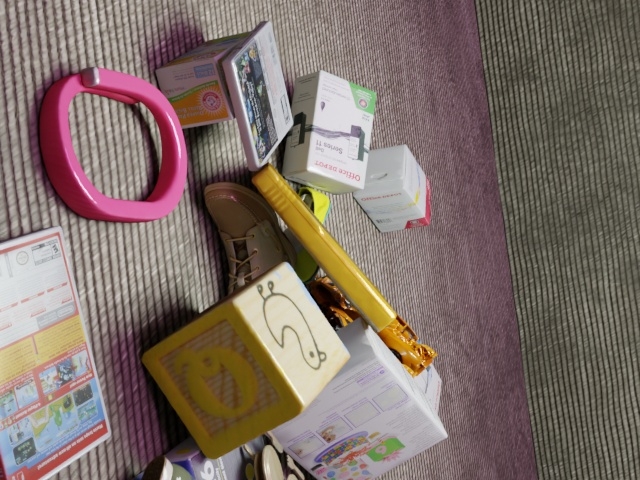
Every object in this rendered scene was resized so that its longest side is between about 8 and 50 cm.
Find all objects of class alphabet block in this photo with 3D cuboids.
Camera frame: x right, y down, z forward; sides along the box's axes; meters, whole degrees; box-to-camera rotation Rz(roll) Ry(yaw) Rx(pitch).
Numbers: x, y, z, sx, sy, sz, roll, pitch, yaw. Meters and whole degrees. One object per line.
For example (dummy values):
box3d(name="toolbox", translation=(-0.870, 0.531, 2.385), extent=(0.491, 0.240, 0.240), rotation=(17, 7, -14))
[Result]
box3d(name="alphabet block", translation=(-0.106, 0.173, 1.471), extent=(0.192, 0.193, 0.197), rotation=(55, 26, -2))

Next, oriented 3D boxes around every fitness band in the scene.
box3d(name="fitness band", translation=(-0.281, -0.129, 1.404), extent=(0.291, 0.054, 0.209), rotation=(2, 81, -65))

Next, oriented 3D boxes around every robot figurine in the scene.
box3d(name="robot figurine", translation=(0.083, 0.162, 1.938), extent=(0.291, 0.085, 0.211), rotation=(45, 32, 9))

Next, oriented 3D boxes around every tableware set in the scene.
box3d(name="tableware set", translation=(-0.069, 0.394, 1.578), extent=(0.194, 0.039, 0.128), rotation=(63, 16, -48))

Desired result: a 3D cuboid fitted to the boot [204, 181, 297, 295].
box3d(name="boot", translation=(-0.128, 0.047, 1.654), extent=(0.262, 0.095, 0.203), rotation=(59, 34, -47))

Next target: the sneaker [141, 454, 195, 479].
box3d(name="sneaker", translation=(-0.211, 0.390, 1.326), extent=(0.086, 0.064, 0.192), rotation=(37, 53, -30))

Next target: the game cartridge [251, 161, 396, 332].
box3d(name="game cartridge", translation=(0.000, 0.000, 1.722), extent=(0.323, 0.053, 0.285), rotation=(52, 1, -7))

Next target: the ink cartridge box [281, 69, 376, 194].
box3d(name="ink cartridge box", translation=(0.018, -0.210, 1.971), extent=(0.153, 0.087, 0.208), rotation=(16, 77, -36))

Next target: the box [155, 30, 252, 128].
box3d(name="box", translation=(-0.166, -0.266, 1.638), extent=(0.203, 0.114, 0.103), rotation=(-51, 129, -58))

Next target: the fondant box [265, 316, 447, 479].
box3d(name="fondant box", translation=(0.052, 0.304, 1.764), extent=(0.330, 0.238, 0.096), rotation=(52, 10, -44))

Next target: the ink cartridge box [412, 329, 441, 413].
box3d(name="ink cartridge box", translation=(0.181, 0.298, 2.078), extent=(0.190, 0.082, 0.139), rotation=(57, 33, -40))

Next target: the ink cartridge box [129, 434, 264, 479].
box3d(name="ink cartridge box", translation=(-0.153, 0.442, 1.493), extent=(0.307, 0.072, 0.303), rotation=(-28, 108, -67))

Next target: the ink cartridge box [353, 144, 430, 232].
box3d(name="ink cartridge box", translation=(0.170, -0.121, 2.339), extent=(0.176, 0.128, 0.127), rotation=(49, 39, -52))

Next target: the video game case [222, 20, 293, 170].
box3d(name="video game case", translation=(-0.098, -0.235, 1.615), extent=(0.173, 0.022, 0.190), rotation=(-61, 145, -52))

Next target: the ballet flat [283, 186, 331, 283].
box3d(name="ballet flat", translation=(-0.034, -0.018, 1.928), extent=(0.077, 0.077, 0.231), rotation=(41, 39, -26))

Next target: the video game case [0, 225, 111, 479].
box3d(name="video game case", translation=(-0.347, 0.139, 1.198), extent=(0.204, 0.025, 0.285), rotation=(-29, 108, -66))
